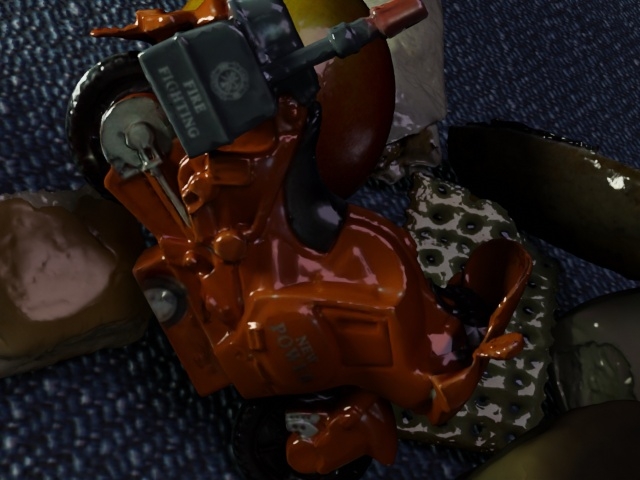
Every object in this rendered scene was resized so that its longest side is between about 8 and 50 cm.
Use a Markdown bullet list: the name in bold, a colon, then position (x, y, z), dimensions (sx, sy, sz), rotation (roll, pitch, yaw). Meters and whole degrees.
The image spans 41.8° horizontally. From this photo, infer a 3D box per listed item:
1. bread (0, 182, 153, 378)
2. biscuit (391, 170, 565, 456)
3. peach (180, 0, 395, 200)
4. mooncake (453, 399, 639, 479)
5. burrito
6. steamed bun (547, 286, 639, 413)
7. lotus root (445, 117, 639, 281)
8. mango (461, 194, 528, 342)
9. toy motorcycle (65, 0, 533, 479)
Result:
- **bread**: position (-0.165, 0.020, 0.523), dimensions (0.125, 0.082, 0.106), rotation (-11, 58, -39)
- **biscuit**: position (0.118, 0.060, 0.638), dimensions (0.143, 0.016, 0.203), rotation (15, 76, -9)
- **peach**: position (-0.032, -0.102, 0.636), dimensions (0.197, 0.197, 0.197), rotation (16, 50, -20)
- **mooncake**: position (0.179, 0.255, 0.496), dimensions (0.290, 0.161, 0.291), rotation (17, 50, -21)
- **burrito**: position (0.077, -0.214, 0.856), dimensions (0.117, 0.076, 0.392), rotation (23, 49, -24)
- **steamed bun**: position (0.313, 0.110, 0.687), dimensions (0.238, 0.152, 0.170), rotation (3, 62, -31)
- **lotus root**: position (0.208, -0.025, 0.692), dimensions (0.167, 0.078, 0.329), rotation (30, 0, -33)
- **mango**: position (0.131, 0.036, 0.695), dimensions (0.103, 0.076, 0.161), rotation (-12, 69, -39)
- **toy motorcycle**: position (0.000, 0.000, 0.499), dimensions (0.148, 0.221, 0.326), rotation (-102, 167, -74)
